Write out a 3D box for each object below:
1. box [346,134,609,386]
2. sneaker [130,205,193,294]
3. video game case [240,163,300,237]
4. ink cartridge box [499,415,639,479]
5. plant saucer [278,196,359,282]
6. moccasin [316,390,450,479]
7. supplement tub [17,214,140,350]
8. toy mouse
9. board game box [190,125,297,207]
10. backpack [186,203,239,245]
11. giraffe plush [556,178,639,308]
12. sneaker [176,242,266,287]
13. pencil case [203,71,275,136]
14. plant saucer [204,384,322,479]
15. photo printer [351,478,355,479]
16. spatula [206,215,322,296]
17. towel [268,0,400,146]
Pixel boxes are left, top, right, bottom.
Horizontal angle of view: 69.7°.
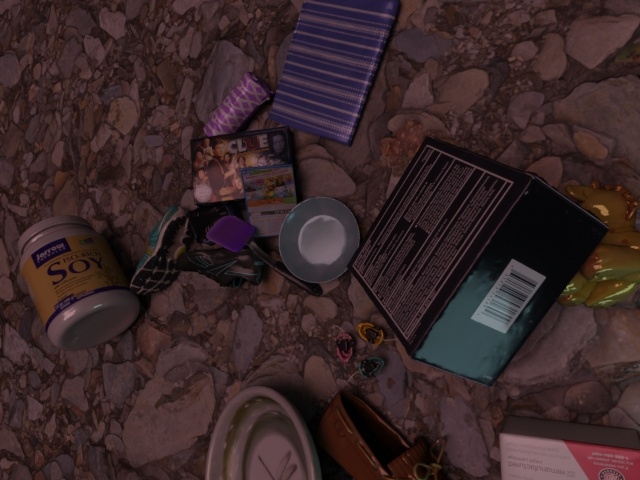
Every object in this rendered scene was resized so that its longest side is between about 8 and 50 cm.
[{"bbox_3d":[0.227,0.016,0.760,0.296,0.183,0.294,-59,25,13],"label":"box"},{"bbox_3d":[-0.436,0.030,1.266,0.110,0.107,0.275,41,102,45],"label":"sneaker"},{"bbox_3d":[-0.114,-0.090,1.064,0.119,0.015,0.166,-4,109,6],"label":"video game case"},{"bbox_3d":[0.408,0.449,0.736,0.208,0.117,0.282,-4,84,29],"label":"ink cartridge box"},{"bbox_3d":[0.000,0.000,1.033,0.195,0.037,0.194,-4,80,21],"label":"plant saucer"},{"bbox_3d":[0.164,0.431,0.875,0.380,0.139,0.146,34,112,36],"label":"moccasin"},{"bbox_3d":[-0.690,0.115,1.303,0.241,0.241,0.331,-46,68,19],"label":"supplement tub"},{"bbox_3d":[0.086,0.241,0.980,0.161,0.031,0.143,20,96,29],"label":"toy mouse"},{"bbox_3d":[-0.185,-0.176,1.103,0.244,0.042,0.164,-7,83,6],"label":"board game box"},{"bbox_3d":[-0.262,-0.052,1.164,0.114,0.084,0.104,-33,71,20],"label":"backpack"},{"bbox_3d":[0.450,-0.006,0.734,0.210,0.182,0.170,-30,51,35],"label":"giraffe plush"},{"bbox_3d":[-0.255,0.068,1.144,0.268,0.101,0.106,-7,86,29],"label":"sneaker"},{"bbox_3d":[-0.204,-0.325,1.156,0.088,0.086,0.206,46,111,-1],"label":"pencil case"},{"bbox_3d":[-0.110,0.521,0.991,0.401,0.101,0.399,-18,64,44],"label":"plant saucer"},{"bbox_3d":[0.071,0.669,0.916,0.256,0.107,0.307,44,107,24],"label":"photo printer"},{"bbox_3d":[-0.121,0.039,1.057,0.297,0.030,0.084,34,63,2],"label":"spatula"},{"bbox_3d":[0.025,-0.409,1.063,0.243,0.040,0.335,24,100,27],"label":"towel"}]
